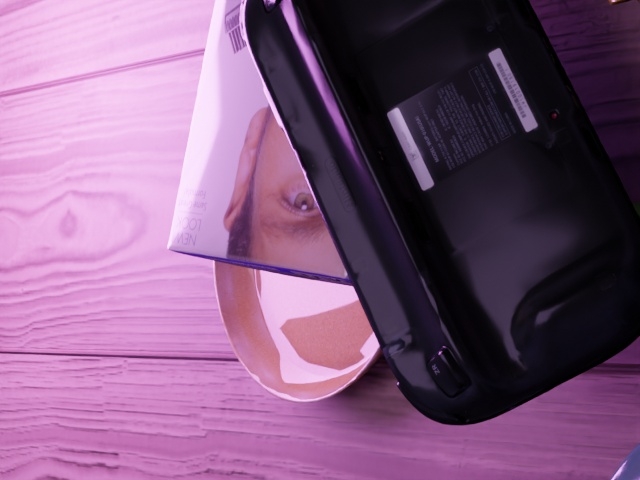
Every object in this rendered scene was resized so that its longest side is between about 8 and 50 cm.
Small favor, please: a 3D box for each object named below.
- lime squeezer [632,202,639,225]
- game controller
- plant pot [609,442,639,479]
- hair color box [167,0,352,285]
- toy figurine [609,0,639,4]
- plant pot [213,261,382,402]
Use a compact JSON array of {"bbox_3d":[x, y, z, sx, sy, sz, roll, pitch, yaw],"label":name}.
[{"bbox_3d":[0.219,0.022,1.029,0.310,0.059,0.110,46,152,43],"label":"lime squeezer"},{"bbox_3d":[0.070,-0.057,1.061,0.166,0.067,0.319,-26,71,8],"label":"game controller"},{"bbox_3d":[0.253,0.182,0.796,0.255,0.271,0.272,24,105,60],"label":"plant pot"},{"bbox_3d":[0.021,-0.141,1.210,0.185,0.110,0.339,8,88,47],"label":"hair color box"},{"bbox_3d":[0.259,-0.170,0.861,0.209,0.213,0.148,15,114,56],"label":"toy figurine"},{"bbox_3d":[0.000,0.000,1.322,0.236,0.032,0.236,-7,81,52],"label":"plant pot"}]
